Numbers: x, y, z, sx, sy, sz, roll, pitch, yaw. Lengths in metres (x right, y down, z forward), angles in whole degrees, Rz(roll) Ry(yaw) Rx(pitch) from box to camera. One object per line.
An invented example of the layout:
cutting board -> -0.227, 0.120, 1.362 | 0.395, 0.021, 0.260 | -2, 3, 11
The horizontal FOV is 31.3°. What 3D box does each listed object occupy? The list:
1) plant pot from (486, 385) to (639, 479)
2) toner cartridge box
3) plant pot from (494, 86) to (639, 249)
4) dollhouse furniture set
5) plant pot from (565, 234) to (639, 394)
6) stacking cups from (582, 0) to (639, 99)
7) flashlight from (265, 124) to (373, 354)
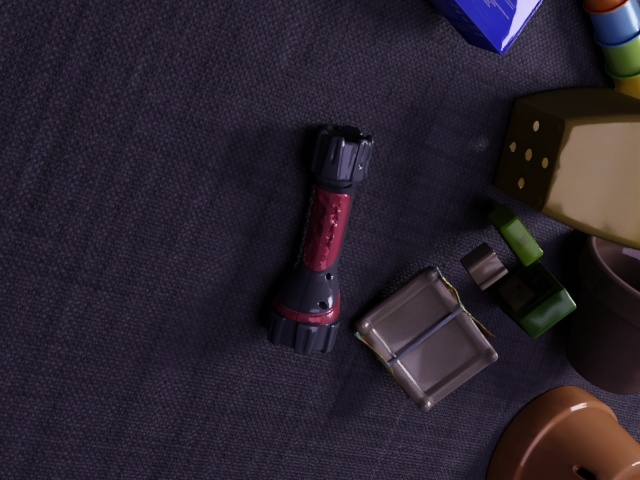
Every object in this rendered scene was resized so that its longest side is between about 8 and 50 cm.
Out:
plant pot -> 0.469, 0.433, 2.033 | 0.291, 0.203, 0.291 | -17, 120, -31
toner cartridge box -> 0.173, -0.407, 1.474 | 0.348, 0.075, 0.165 | 39, 84, -41
plant pot -> 0.391, -0.120, 1.736 | 0.187, 0.212, 0.212 | 4, 108, -25
dollhouse furniture set -> 0.209, 0.095, 1.777 | 0.301, 0.151, 0.197 | -37, 108, 3
plant pot -> 0.528, 0.133, 1.937 | 0.263, 0.263, 0.229 | -4, 129, -36
stacking cups -> 0.457, -0.347, 1.743 | 0.096, 0.096, 0.316 | -43, 129, -14
flashlight -> 0.000, 0.000, 1.552 | 0.103, 0.103, 0.304 | 0, 111, -34
